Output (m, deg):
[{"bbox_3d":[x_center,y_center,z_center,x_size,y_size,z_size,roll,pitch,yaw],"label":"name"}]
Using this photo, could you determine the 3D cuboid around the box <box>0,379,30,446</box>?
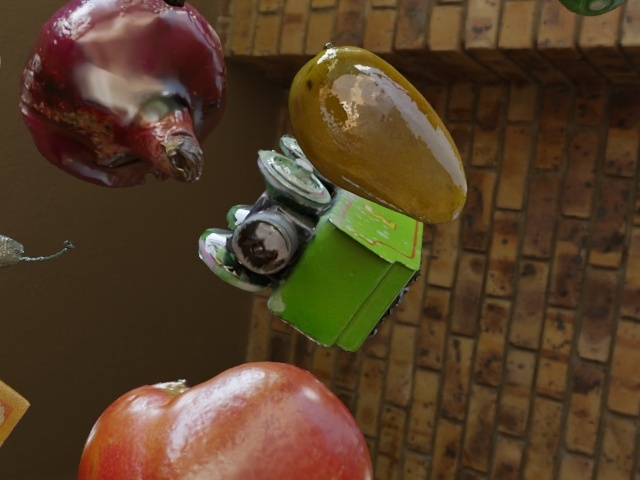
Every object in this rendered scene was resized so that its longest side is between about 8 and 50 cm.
[{"bbox_3d":[-0.560,0.179,0.831,0.283,0.260,0.213,59,-135,-42],"label":"box"}]

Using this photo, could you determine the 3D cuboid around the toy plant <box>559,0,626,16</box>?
[{"bbox_3d":[0.260,-0.353,0.735,0.176,0.235,0.217,-20,-55,-16],"label":"toy plant"}]

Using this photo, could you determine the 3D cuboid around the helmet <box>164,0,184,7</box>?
[{"bbox_3d":[-0.109,-0.295,0.398,0.177,0.225,0.305,-35,-42,-8],"label":"helmet"}]

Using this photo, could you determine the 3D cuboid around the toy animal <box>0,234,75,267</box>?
[{"bbox_3d":[-0.570,0.021,1.309,0.079,0.253,0.070,-46,-39,-84],"label":"toy animal"}]

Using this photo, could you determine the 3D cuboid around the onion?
[{"bbox_3d":[-0.337,-0.246,1.298,0.399,0.420,0.398,-14,-50,-17],"label":"onion"}]

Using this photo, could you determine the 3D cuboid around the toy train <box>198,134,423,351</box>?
[{"bbox_3d":[0.000,0.000,0.898,0.173,0.249,0.307,-55,1,18],"label":"toy train"}]

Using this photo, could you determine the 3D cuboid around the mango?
[{"bbox_3d":[0.046,-0.075,0.536,0.161,0.076,0.103,41,-123,-10],"label":"mango"}]

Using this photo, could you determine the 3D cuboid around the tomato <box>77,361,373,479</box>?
[{"bbox_3d":[-0.080,0.206,0.535,0.139,0.233,0.200,-55,-54,-76],"label":"tomato"}]
